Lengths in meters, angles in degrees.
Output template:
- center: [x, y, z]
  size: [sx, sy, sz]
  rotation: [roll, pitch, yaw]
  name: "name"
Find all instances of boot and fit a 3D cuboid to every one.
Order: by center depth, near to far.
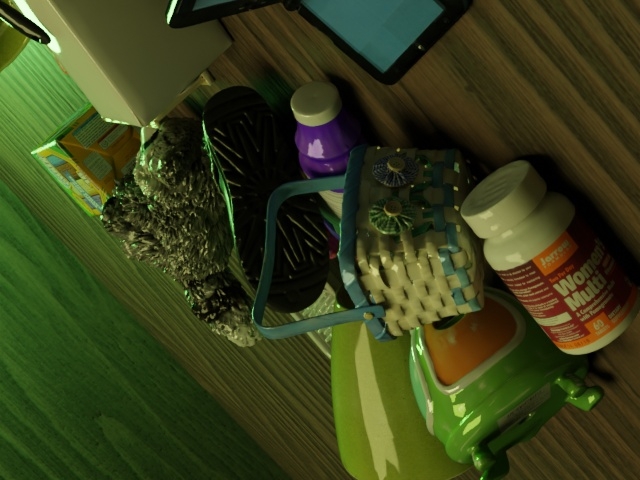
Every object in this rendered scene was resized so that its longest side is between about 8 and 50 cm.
- center: [-0.086, -0.051, 1.851]
  size: [0.260, 0.131, 0.348]
  rotation: [123, 132, -79]
  name: "boot"

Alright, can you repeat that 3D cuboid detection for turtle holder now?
- center: [0.254, 0.184, 1.746]
  size: [0.227, 0.243, 0.320]
  rotation: [52, -154, 23]
  name: "turtle holder"

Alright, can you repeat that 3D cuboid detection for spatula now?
- center: [-0.501, -0.347, 1.695]
  size: [0.296, 0.030, 0.084]
  rotation: [27, 159, -7]
  name: "spatula"

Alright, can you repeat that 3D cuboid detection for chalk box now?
- center: [-0.420, -0.169, 2.374]
  size: [0.179, 0.180, 0.289]
  rotation: [49, 159, -16]
  name: "chalk box"

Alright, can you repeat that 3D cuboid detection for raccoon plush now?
- center: [-0.172, -0.032, 2.148]
  size: [0.446, 0.216, 0.299]
  rotation: [43, 151, -16]
  name: "raccoon plush"

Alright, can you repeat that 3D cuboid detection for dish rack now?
- center: [0.021, 0.118, 2.257]
  size: [0.333, 0.072, 0.285]
  rotation: [51, 159, -22]
  name: "dish rack"

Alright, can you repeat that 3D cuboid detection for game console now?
- center: [-0.015, -0.260, 1.385]
  size: [0.293, 0.250, 0.173]
  rotation: [140, 110, -71]
  name: "game console"

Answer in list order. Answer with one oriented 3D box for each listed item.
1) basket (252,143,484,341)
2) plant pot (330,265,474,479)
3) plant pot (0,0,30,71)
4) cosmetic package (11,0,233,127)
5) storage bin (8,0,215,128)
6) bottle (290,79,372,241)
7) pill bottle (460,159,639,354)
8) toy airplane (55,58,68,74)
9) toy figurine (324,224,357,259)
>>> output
- center: [0.060, -0.001, 1.575]
  size: [0.289, 0.254, 0.201]
  rotation: [-14, 136, 19]
  name: "basket"
- center: [0.125, 0.196, 1.983]
  size: [0.275, 0.275, 0.293]
  rotation: [19, 134, 51]
  name: "plant pot"
- center: [-0.705, -0.455, 2.274]
  size: [0.254, 0.276, 0.276]
  rotation: [50, 164, 19]
  name: "plant pot"
- center: [-0.314, -0.359, 1.728]
  size: [0.155, 0.197, 0.365]
  rotation: [18, 147, 53]
  name: "cosmetic package"
- center: [-0.343, -0.321, 1.981]
  size: [0.260, 0.123, 0.262]
  rotation: [14, 146, 56]
  name: "storage bin"
- center: [0.028, -0.104, 1.732]
  size: [0.118, 0.092, 0.283]
  rotation: [37, 161, 38]
  name: "bottle"
- center: [0.270, 0.019, 1.460]
  size: [0.221, 0.121, 0.121]
  rotation: [49, 161, -16]
  name: "pill bottle"
- center: [-0.479, -0.357, 2.323]
  size: [0.151, 0.028, 0.151]
  rotation: [38, 162, 15]
  name: "toy airplane"
- center: [0.000, 0.000, 1.948]
  size: [0.159, 0.173, 0.130]
  rotation: [-3, 115, 48]
  name: "toy figurine"
